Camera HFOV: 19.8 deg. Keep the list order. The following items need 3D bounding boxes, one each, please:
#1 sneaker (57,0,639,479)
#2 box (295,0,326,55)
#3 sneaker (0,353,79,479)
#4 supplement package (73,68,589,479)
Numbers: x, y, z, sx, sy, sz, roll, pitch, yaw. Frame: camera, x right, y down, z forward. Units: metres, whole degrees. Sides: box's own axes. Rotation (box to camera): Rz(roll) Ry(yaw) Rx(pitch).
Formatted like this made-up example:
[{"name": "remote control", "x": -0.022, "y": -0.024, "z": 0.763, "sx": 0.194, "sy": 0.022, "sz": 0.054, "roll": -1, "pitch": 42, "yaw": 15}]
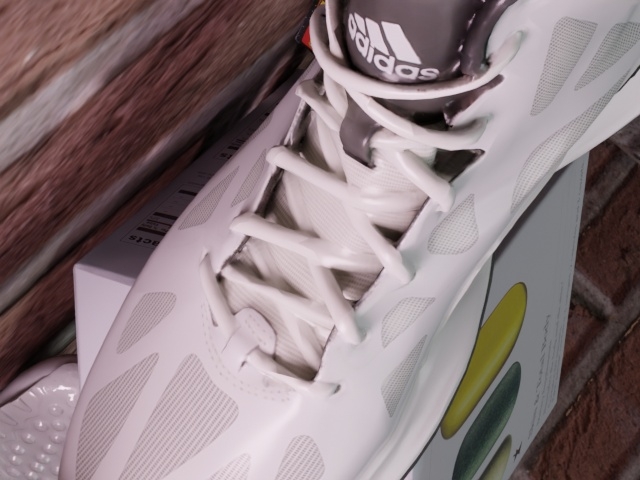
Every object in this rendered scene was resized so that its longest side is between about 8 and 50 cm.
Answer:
[{"name": "sneaker", "x": 0.004, "y": -0.041, "z": 0.767, "sx": 0.447, "sy": 0.169, "sz": 0.257, "roll": -52, "pitch": 159, "yaw": 0}, {"name": "box", "x": 0.044, "y": -0.121, "z": 0.997, "sx": 0.027, "sy": 0.094, "sz": 0.137, "roll": -46, "pitch": 174, "yaw": -29}, {"name": "sneaker", "x": -0.164, "y": 0.116, "z": 1.136, "sx": 0.235, "sy": 0.090, "sz": 0.095, "roll": 122, "pitch": -9, "yaw": -57}, {"name": "supplement package", "x": 0.012, "y": 0.059, "z": 1.053, "sx": 0.263, "sy": 0.198, "sz": 0.199, "roll": -47, "pitch": 146, "yaw": -51}]
